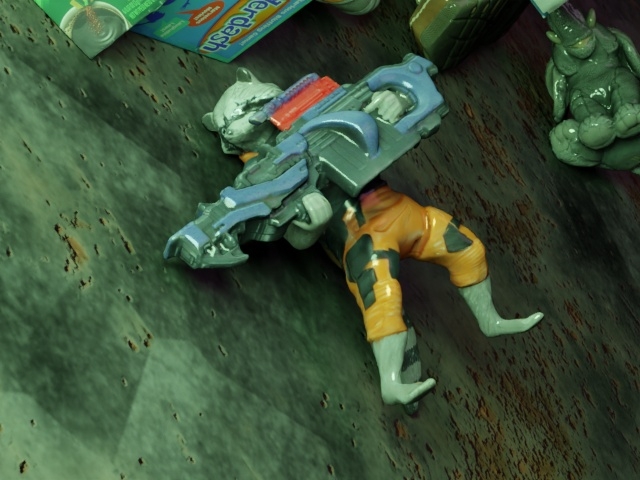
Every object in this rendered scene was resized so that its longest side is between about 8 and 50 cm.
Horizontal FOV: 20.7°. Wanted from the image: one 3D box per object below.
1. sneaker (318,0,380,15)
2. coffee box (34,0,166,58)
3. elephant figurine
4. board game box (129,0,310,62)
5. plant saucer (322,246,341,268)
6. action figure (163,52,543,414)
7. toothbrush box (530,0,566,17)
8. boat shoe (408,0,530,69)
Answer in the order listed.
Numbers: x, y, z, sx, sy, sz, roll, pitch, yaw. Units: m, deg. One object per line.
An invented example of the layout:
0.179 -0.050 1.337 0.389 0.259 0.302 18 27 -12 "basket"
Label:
-0.017 -0.347 1.901 0.262 0.099 0.121 65 9 19 "sneaker"
-0.211 -0.249 1.441 0.184 0.113 0.040 48 31 -18 "coffee box"
0.353 -0.219 2.254 0.169 0.186 0.239 -6 62 -24 "elephant figurine"
-0.098 -0.238 1.557 0.210 0.160 0.047 11 51 -53 "board game box"
0.021 -0.001 1.649 0.083 0.013 0.083 40 31 -30 "plant saucer"
0.000 0.000 1.525 0.341 0.178 0.330 -29 78 -36 "action figure"
0.209 -0.438 2.040 0.216 0.126 0.295 43 16 -45 "toothbrush box"
0.159 -0.289 2.090 0.120 0.122 0.324 42 21 7 "boat shoe"
